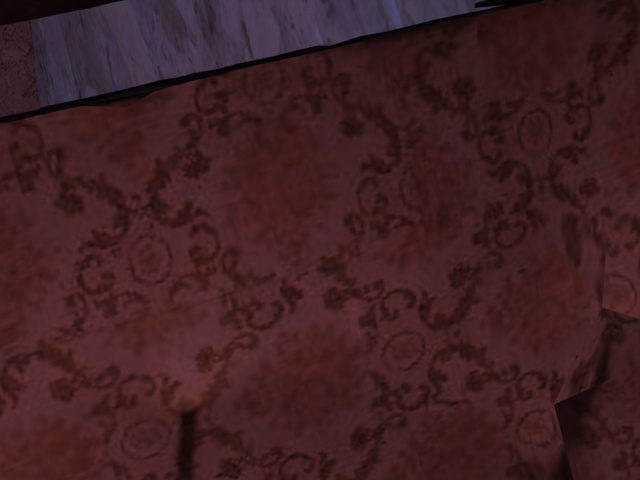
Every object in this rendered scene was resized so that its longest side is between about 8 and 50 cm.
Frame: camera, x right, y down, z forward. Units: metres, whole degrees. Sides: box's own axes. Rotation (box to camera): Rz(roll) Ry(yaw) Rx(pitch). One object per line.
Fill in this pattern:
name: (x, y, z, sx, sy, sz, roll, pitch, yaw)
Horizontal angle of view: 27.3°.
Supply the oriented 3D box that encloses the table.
table: (0.000, 0.000, 0.523, 0.272, 0.335, 0.222, -145, 43, -63)
